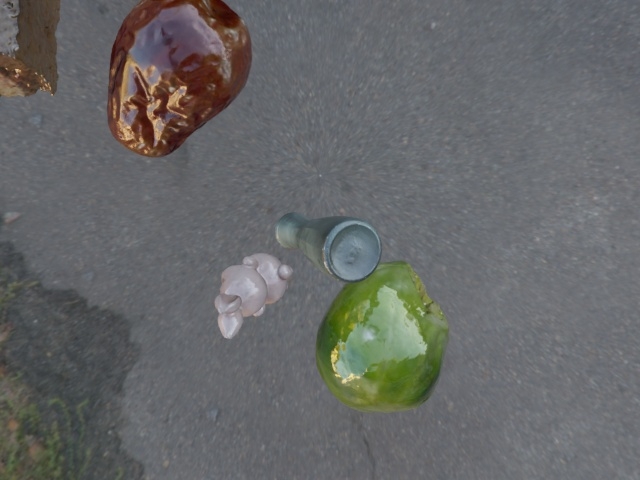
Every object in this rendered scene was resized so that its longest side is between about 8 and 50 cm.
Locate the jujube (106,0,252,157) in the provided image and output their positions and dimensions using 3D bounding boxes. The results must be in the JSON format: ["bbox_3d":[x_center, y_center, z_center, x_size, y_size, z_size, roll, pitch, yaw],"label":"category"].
[{"bbox_3d":[-0.213,-0.237,1.233,0.190,0.190,0.255,33,114,-2],"label":"jujube"}]

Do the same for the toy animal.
[{"bbox_3d":[-0.153,0.096,1.630,0.124,0.212,0.124,13,115,31],"label":"toy animal"}]

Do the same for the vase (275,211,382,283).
[{"bbox_3d":[0.000,0.000,1.194,0.086,0.214,0.086,-4,99,-24],"label":"vase"}]

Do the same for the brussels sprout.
[{"bbox_3d":[0.139,0.205,1.739,0.268,0.344,0.344,28,94,29],"label":"brussels sprout"}]

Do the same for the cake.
[{"bbox_3d":[-0.677,-0.425,1.665,0.290,0.256,0.282,-4,79,-1],"label":"cake"}]
